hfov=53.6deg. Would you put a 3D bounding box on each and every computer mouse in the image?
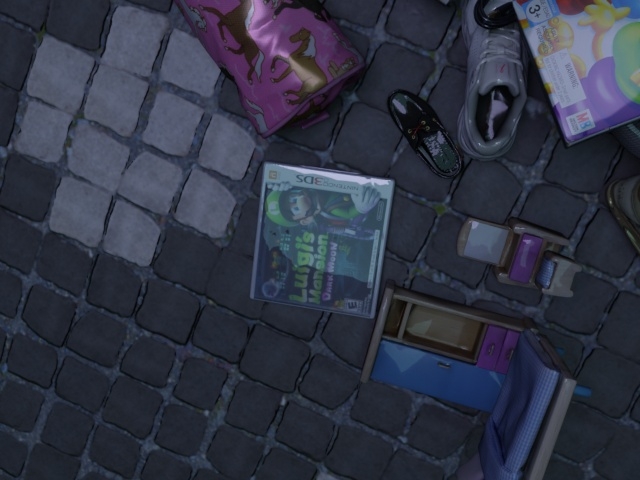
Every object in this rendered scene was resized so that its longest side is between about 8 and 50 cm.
[{"bbox_3d":[0.269,-0.281,0.692,0.242,0.041,0.071,-23,86,-11],"label":"computer mouse"}]

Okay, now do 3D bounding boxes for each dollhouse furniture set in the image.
[{"bbox_3d":[0.160,0.127,0.699,0.198,0.303,0.286,15,104,4],"label":"dollhouse furniture set"}]

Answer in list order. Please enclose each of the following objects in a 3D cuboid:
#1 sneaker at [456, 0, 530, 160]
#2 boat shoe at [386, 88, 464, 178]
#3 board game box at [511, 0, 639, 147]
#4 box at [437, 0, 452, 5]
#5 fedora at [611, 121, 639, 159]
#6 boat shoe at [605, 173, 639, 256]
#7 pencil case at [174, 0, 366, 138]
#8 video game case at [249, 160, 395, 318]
[{"bbox_3d":[0.205,-0.202,0.716,0.090,0.115,0.232,1,102,8],"label":"sneaker"},{"bbox_3d":[0.130,-0.133,0.782,0.049,0.042,0.133,-37,93,16],"label":"boat shoe"},{"bbox_3d":[0.334,-0.201,0.569,0.275,0.144,0.142,-21,89,21],"label":"board game box"},{"bbox_3d":[0.057,-0.402,0.684,0.311,0.121,0.148,37,111,-2],"label":"box"},{"bbox_3d":[0.433,-0.186,0.680,0.276,0.124,0.243,6,101,19],"label":"fedora"},{"bbox_3d":[0.454,0.032,0.756,0.105,0.089,0.285,-38,98,-12],"label":"boat shoe"},{"bbox_3d":[-0.108,-0.298,0.715,0.160,0.167,0.386,-33,97,31],"label":"pencil case"},{"bbox_3d":[0.000,0.000,0.839,0.173,0.022,0.190,9,103,7],"label":"video game case"}]
